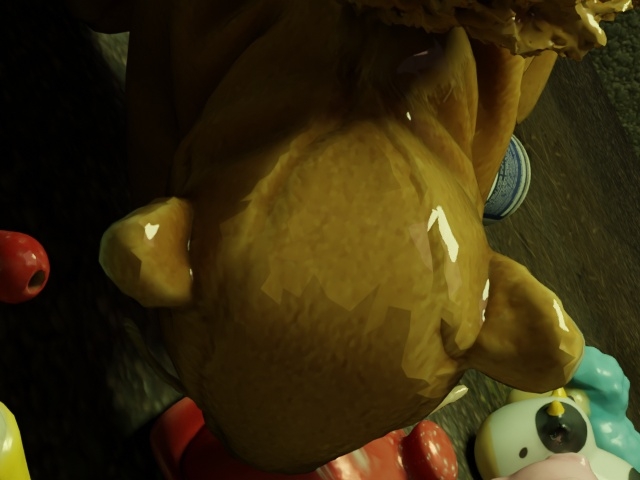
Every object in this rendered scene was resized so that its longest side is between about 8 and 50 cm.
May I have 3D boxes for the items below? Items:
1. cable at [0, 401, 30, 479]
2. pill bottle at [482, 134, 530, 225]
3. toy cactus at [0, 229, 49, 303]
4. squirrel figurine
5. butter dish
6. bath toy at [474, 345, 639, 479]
[{"bbox_3d":[-0.111,0.138,0.474,0.072,0.139,0.287,38,-15,34],"label":"cable"},{"bbox_3d":[0.112,-0.061,1.318,0.094,0.094,0.169,66,19,11],"label":"pill bottle"},{"bbox_3d":[-0.201,-0.008,0.425,0.219,0.112,0.180,-20,49,-40],"label":"toy cactus"},{"bbox_3d":[0.021,-0.104,0.681,0.281,0.397,0.370,20,41,-9],"label":"squirrel figurine"},{"bbox_3d":[0.013,0.125,0.777,0.160,0.118,0.160,63,20,-1],"label":"butter dish"},{"bbox_3d":[0.175,0.196,1.089,0.151,0.129,0.348,26,22,0],"label":"bath toy"}]
